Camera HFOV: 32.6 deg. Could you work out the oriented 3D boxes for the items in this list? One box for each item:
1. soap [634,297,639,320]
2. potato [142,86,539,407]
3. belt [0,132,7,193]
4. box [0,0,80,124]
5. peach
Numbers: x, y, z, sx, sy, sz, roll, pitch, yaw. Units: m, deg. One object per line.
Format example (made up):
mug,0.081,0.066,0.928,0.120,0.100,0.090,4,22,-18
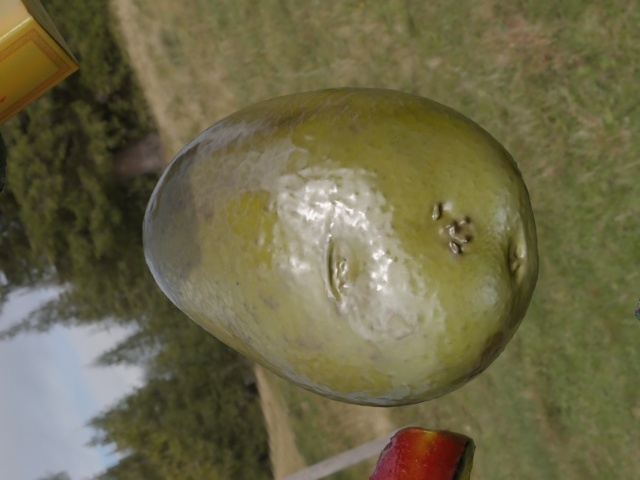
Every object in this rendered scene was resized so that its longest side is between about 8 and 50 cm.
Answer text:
soap,0.474,-0.020,1.326,0.098,0.273,0.218,24,166,2
potato,0.000,0.000,0.645,0.251,0.174,0.159,7,159,33
belt,-0.239,-0.037,0.455,0.128,0.218,0.122,-46,49,30
box,-0.331,-0.192,0.880,0.274,0.174,0.076,54,-178,29
peach,0.084,0.249,1.012,0.127,0.092,0.172,77,-147,-57
